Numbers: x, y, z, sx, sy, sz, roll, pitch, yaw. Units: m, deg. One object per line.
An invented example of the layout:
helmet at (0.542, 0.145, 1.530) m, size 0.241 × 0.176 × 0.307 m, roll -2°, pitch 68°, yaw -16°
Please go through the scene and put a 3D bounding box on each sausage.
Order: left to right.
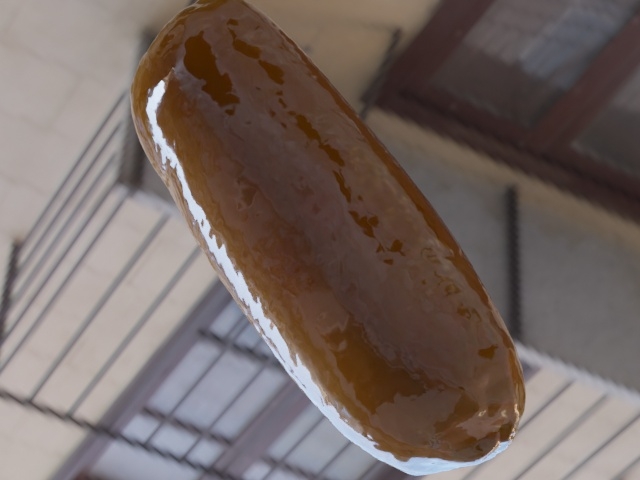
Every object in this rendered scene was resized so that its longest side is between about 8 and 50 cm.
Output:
sausage at (0.000, 0.000, 0.803) m, size 0.098 × 0.098 × 0.238 m, roll -18°, pitch -118°, yaw -43°
